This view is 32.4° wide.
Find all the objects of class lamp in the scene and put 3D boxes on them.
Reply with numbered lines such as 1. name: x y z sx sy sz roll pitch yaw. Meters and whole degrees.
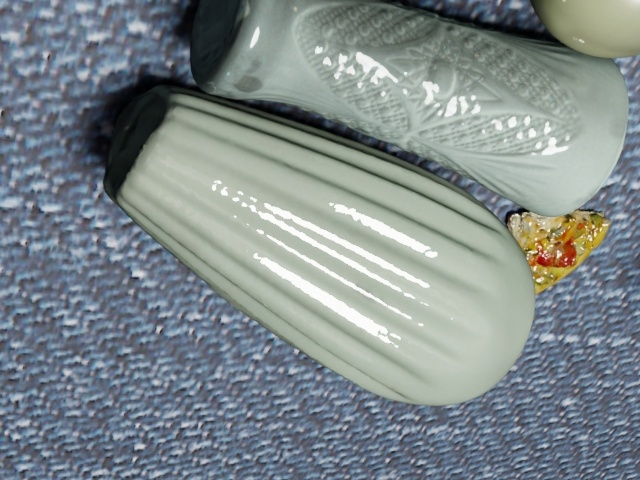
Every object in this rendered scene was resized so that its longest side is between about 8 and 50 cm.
1. lamp: 0.112 -0.155 0.533 0.163 0.091 0.091 27 118 -20

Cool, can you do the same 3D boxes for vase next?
1. vase: 0.000 0.000 0.600 0.248 0.128 0.128 28 116 -27
2. vase: 0.045 -0.083 0.561 0.219 0.096 0.096 14 124 -28

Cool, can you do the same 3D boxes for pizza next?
1. pizza: 0.148 0.007 0.727 0.078 0.025 0.083 26 118 -40
